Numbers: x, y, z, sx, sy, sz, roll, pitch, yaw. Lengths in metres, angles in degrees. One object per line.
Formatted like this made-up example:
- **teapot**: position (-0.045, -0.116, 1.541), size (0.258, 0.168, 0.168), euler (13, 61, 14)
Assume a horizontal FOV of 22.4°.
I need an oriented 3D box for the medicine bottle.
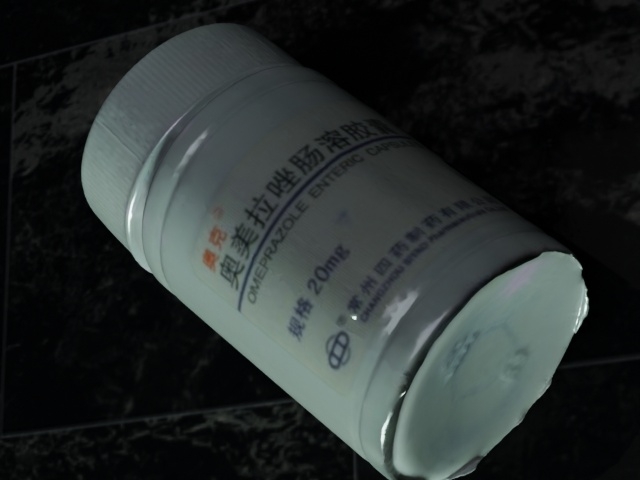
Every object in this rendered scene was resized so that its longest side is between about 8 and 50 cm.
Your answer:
- **medicine bottle**: position (0.000, 0.000, 1.112), size (0.332, 0.190, 0.190), euler (38, 97, 33)
